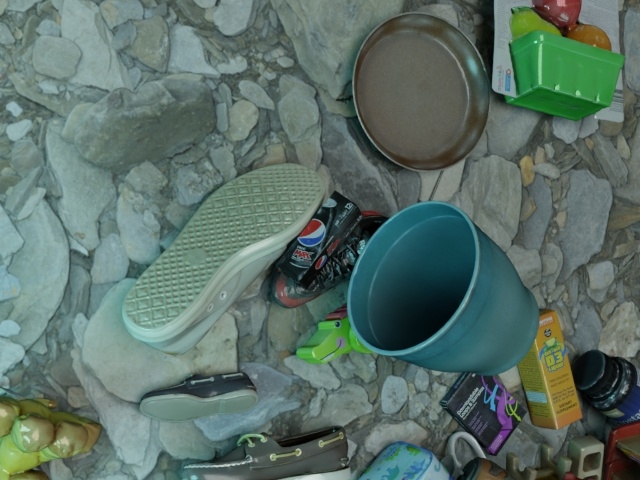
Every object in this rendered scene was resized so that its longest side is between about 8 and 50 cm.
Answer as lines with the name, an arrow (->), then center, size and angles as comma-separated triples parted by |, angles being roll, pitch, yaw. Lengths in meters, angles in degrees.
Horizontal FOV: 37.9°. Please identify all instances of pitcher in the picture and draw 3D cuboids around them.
pitcher -> 0.314, 0.485, 1.806 | 0.207, 0.125, 0.178 | 32, 60, -9

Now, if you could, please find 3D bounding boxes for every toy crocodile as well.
toy crocodile -> 0.102, 0.132, 1.718 | 0.340, 0.115, 0.105 | -26, 97, -25

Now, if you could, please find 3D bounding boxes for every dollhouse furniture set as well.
dollhouse furniture set -> 0.555, 0.478, 1.768 | 0.374, 0.201, 0.152 | -7, 108, -26

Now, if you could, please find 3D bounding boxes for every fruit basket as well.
fruit basket -> 0.482, -0.431, 1.916 | 0.327, 0.165, 0.353 | 9, 69, -24

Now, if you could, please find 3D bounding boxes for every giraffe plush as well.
giraffe plush -> -0.461, 0.334, 1.421 | 0.181, 0.210, 0.170 | 24, 83, -47

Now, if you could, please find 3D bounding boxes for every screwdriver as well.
screwdriver -> 0.213, -0.070, 1.833 | 0.024, 0.025, 0.170 | 29, 68, -20

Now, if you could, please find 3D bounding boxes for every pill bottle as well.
pill bottle -> 0.634, 0.319, 1.947 | 0.219, 0.123, 0.123 | 32, 76, -20

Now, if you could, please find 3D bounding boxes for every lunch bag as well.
lunch bag -> 0.129, 0.475, 1.682 | 0.219, 0.176, 0.090 | -47, 106, -20

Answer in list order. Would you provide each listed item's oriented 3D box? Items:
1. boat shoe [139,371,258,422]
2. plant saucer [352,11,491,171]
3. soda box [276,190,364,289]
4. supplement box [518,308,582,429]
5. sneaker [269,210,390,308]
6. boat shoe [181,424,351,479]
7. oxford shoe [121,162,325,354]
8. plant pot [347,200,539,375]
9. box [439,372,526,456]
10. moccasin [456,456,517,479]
boat shoe -> -0.212, 0.265, 1.611 | 0.206, 0.075, 0.065 | -2, 46, -19
plant saucer -> 0.192, -0.286, 1.811 | 0.310, 0.050, 0.311 | 1, 88, -24
soda box -> 0.000, 0.000, 1.614 | 0.053, 0.060, 0.169 | 35, 83, 22
supplement box -> 0.456, 0.260, 1.893 | 0.078, 0.080, 0.233 | -18, 93, -26
sneaker -> 0.034, 0.032, 1.680 | 0.276, 0.135, 0.098 | -32, 103, -21
boat shoe -> -0.093, 0.381, 1.621 | 0.324, 0.116, 0.097 | 2, 83, -28
oxford shoe -> -0.160, 0.026, 1.604 | 0.169, 0.130, 0.449 | 30, 60, 25
plant pot -> 0.229, 0.109, 1.586 | 0.255, 0.271, 0.272 | 31, 75, -38
box -> 0.326, 0.334, 1.857 | 0.162, 0.029, 0.116 | 45, 71, -15
moccasin -> 0.239, 0.572, 1.691 | 0.147, 0.139, 0.380 | 34, 98, 2
